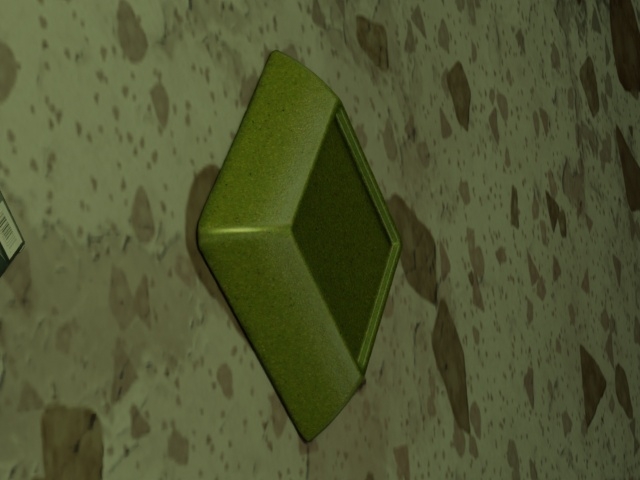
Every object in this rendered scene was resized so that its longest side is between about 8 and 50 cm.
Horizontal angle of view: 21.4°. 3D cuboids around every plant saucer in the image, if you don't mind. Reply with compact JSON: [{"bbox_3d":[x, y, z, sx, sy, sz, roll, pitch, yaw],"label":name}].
[{"bbox_3d":[0.000,0.000,1.091,0.188,0.045,0.188,-71,145,-45],"label":"plant saucer"}]

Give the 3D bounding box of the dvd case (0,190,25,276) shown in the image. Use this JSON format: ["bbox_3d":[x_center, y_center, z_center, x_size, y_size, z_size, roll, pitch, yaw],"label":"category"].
[{"bbox_3d":[-0.175,0.000,0.742,0.119,0.013,0.087,-62,139,-50],"label":"dvd case"}]
